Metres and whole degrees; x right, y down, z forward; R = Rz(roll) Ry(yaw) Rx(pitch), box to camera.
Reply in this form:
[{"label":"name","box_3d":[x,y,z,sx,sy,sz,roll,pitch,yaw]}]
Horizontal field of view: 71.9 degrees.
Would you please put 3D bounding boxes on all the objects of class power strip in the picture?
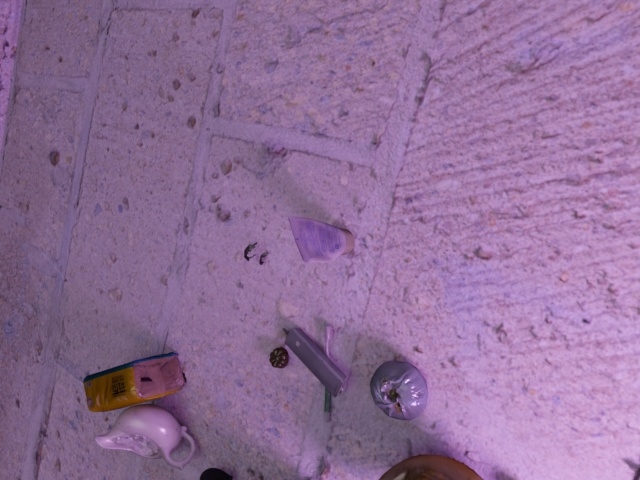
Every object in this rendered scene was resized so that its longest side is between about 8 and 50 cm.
[{"label":"power strip","box_3d":[-0.021,0.311,1.167,0.253,0.027,0.060,39,117,36]}]

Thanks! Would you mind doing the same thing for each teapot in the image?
[{"label":"teapot","box_3d":[-0.536,0.623,1.403,0.300,0.166,0.208,17,114,13]}]

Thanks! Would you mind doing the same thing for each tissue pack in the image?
[{"label":"tissue pack","box_3d":[-0.608,0.466,1.445,0.271,0.192,0.133,-23,76,30]}]

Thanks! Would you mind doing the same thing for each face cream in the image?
[{"label":"face cream","box_3d":[0.000,0.000,1.063,0.070,0.224,0.114,-27,76,29]}]

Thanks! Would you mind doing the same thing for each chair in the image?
[{"label":"chair","box_3d":[-0.341,0.781,1.336,0.095,0.104,0.221,36,110,45]}]

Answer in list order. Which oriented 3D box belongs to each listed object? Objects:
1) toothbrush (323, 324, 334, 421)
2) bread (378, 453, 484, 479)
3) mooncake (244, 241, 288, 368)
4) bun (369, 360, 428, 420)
[{"label":"toothbrush","box_3d":[0.020,0.351,1.163,0.018,0.024,0.256,2,91,52]},{"label":"bread","box_3d":[0.245,0.552,0.935,0.314,0.171,0.191,-4,84,30]},{"label":"mooncake","box_3d":[-0.147,0.184,1.256,0.150,0.057,0.346,-33,79,13]},{"label":"bun","box_3d":[0.180,0.352,1.030,0.141,0.083,0.140,-1,89,28]}]
